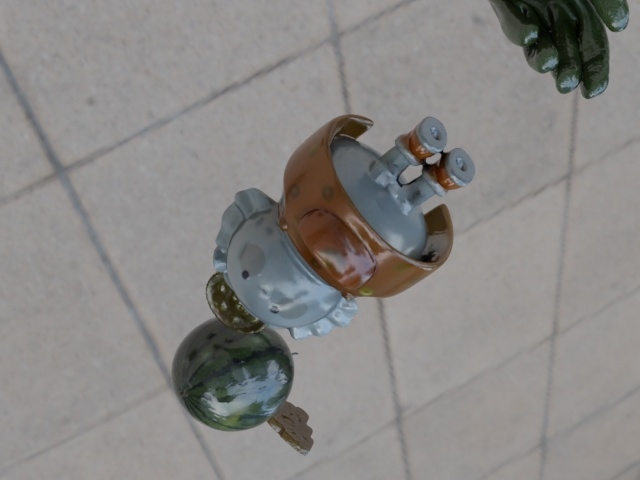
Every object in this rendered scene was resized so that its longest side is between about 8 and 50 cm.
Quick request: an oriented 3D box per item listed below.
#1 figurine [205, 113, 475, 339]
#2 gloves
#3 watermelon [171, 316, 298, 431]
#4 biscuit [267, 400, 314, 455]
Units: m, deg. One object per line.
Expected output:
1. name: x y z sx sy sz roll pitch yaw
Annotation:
1. figurine: 0.006 -0.005 1.026 0.143 0.143 0.271 -8 164 -37
2. gloves: 0.214 -0.254 1.267 0.135 0.268 0.107 -24 160 25
3. watermelon: -0.069 0.116 1.183 0.133 0.105 0.105 -10 144 -39
4. biscuit: -0.034 0.203 1.446 0.016 0.092 0.082 -47 138 17
